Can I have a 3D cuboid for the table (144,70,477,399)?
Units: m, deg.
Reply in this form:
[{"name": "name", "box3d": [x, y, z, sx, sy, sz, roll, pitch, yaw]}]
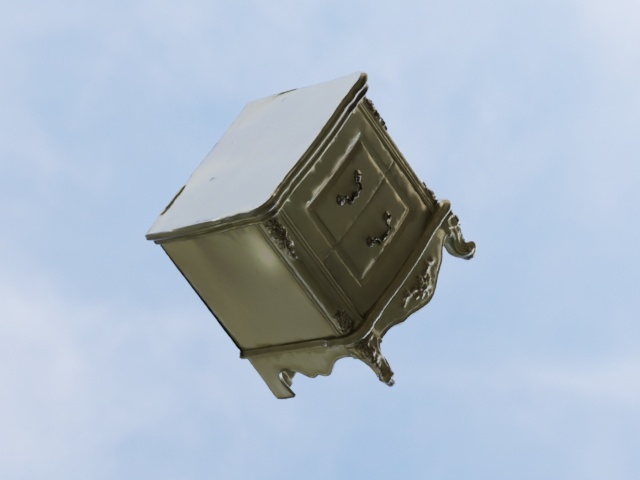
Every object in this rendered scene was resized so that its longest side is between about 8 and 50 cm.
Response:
[{"name": "table", "box3d": [0.000, 0.000, 0.697, 0.083, 0.062, 0.079, 55, -131, -23]}]
